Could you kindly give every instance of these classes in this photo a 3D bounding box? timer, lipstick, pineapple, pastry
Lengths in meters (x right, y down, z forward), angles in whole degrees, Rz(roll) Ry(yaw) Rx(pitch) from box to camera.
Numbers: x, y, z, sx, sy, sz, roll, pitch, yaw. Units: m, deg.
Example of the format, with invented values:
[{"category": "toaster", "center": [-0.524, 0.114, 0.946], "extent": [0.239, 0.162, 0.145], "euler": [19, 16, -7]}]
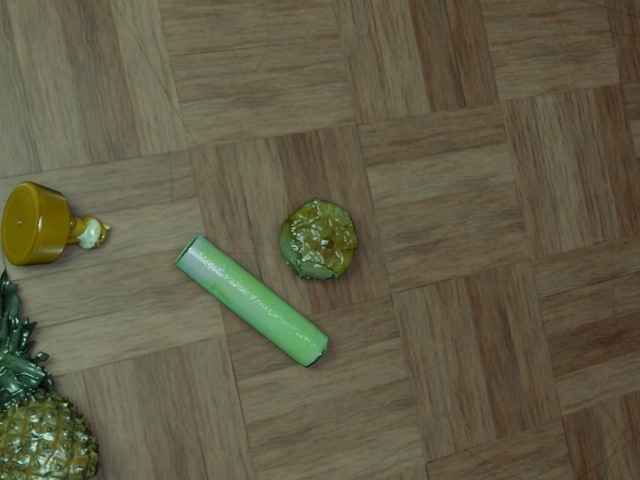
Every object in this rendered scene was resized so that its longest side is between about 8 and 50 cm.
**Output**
[{"category": "timer", "center": [-0.408, -0.018, 1.309], "extent": [0.152, 0.132, 0.132], "euler": [9, 82, -44]}, {"category": "lipstick", "center": [-0.115, 0.108, 1.433], "extent": [0.304, 0.076, 0.076], "euler": [39, 73, -14]}, {"category": "pineapple", "center": [-0.472, 0.222, 1.248], "extent": [0.166, 0.165, 0.364], "euler": [-27, 88, -22]}, {"category": "pastry", "center": [-0.002, -0.001, 1.484], "extent": [0.153, 0.081, 0.153], "euler": [6, 74, -23]}]
